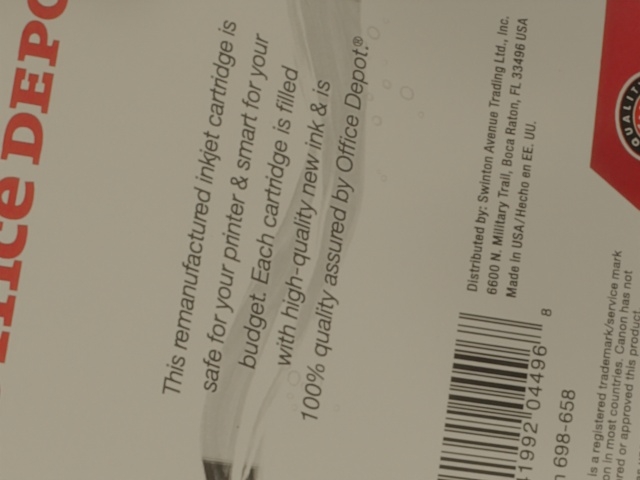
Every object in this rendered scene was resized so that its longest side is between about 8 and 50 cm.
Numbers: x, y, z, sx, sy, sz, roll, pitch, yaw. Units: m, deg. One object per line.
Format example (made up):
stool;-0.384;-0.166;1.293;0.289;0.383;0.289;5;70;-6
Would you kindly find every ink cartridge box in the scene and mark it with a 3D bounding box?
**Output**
ink cartridge box;0.000;0.000;0.405;0.273;0.114;0.197;9;-97;-10
